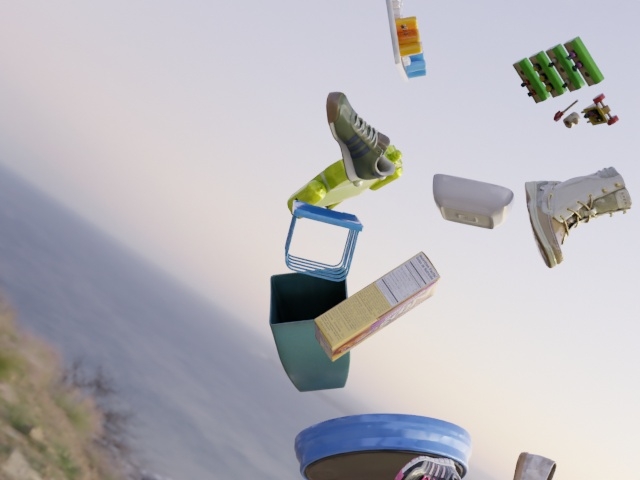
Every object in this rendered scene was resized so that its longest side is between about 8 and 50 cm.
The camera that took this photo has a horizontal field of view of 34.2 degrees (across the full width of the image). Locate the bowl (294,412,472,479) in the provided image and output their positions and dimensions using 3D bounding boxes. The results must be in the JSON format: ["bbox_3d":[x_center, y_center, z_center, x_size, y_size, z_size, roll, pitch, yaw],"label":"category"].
[{"bbox_3d":[0.138,0.476,2.273,0.391,0.077,0.391,0,-29,0],"label":"bowl"}]

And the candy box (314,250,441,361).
[{"bbox_3d":[0.081,0.096,1.504,0.053,0.187,0.109,57,-9,15],"label":"candy box"}]

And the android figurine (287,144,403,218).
[{"bbox_3d":[0.055,-0.116,2.048,0.273,0.248,0.056,-31,-100,50],"label":"android figurine"}]

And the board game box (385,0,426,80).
[{"bbox_3d":[0.139,-0.497,1.876,0.050,0.389,0.390,-8,3,8],"label":"board game box"}]

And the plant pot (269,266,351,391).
[{"bbox_3d":[-0.010,0.206,2.251,0.165,0.166,0.234,-92,174,-53],"label":"plant pot"}]

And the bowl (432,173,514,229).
[{"bbox_3d":[0.256,-0.062,1.772,0.142,0.053,0.142,12,-12,12],"label":"bowl"}]

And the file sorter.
[{"bbox_3d":[0.000,0.000,1.797,0.118,0.104,0.170,13,6,-4],"label":"file sorter"}]

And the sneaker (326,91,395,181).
[{"bbox_3d":[0.073,-0.171,1.715,0.086,0.064,0.192,2,-39,20],"label":"sneaker"}]

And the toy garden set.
[{"bbox_3d":[0.533,-0.324,2.291,0.203,0.049,0.244,56,-19,-9],"label":"toy garden set"}]

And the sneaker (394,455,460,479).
[{"bbox_3d":[0.215,0.463,2.005,0.170,0.063,0.075,11,33,-46],"label":"sneaker"}]

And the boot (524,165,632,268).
[{"bbox_3d":[0.423,-0.044,1.691,0.213,0.165,0.077,-84,158,-55],"label":"boot"}]

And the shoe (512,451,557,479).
[{"bbox_3d":[0.314,0.426,1.601,0.058,0.219,0.076,6,-36,25],"label":"shoe"}]
